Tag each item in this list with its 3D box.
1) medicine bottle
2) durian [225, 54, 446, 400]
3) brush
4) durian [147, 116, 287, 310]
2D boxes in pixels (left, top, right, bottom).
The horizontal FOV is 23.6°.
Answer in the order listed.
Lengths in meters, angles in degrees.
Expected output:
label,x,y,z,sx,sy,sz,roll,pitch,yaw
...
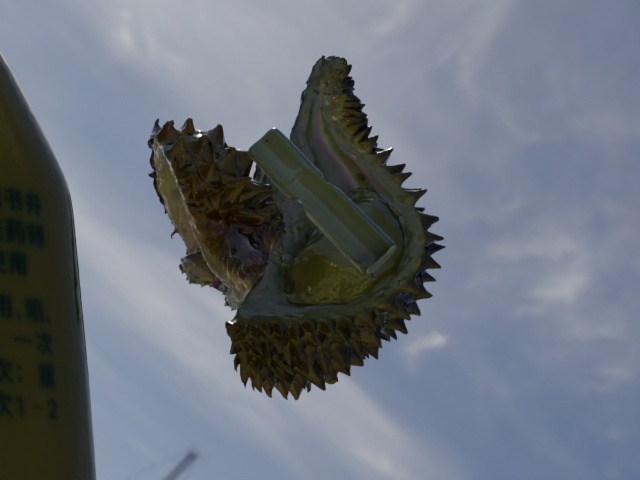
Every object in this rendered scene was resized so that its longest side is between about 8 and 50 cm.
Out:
label,x,y,z,sx,sy,sz,roll,pitch,yaw
medicine bottle,-0.117,-0.038,0.424,0.064,0.095,0.260,-34,-121,58
durian,0.000,0.000,1.226,0.166,0.306,0.172,25,-32,-20
brush,0.000,-0.015,0.578,0.083,0.016,0.013,46,-5,36
durian,-0.060,-0.015,1.072,0.224,0.078,0.140,-134,-148,-60
